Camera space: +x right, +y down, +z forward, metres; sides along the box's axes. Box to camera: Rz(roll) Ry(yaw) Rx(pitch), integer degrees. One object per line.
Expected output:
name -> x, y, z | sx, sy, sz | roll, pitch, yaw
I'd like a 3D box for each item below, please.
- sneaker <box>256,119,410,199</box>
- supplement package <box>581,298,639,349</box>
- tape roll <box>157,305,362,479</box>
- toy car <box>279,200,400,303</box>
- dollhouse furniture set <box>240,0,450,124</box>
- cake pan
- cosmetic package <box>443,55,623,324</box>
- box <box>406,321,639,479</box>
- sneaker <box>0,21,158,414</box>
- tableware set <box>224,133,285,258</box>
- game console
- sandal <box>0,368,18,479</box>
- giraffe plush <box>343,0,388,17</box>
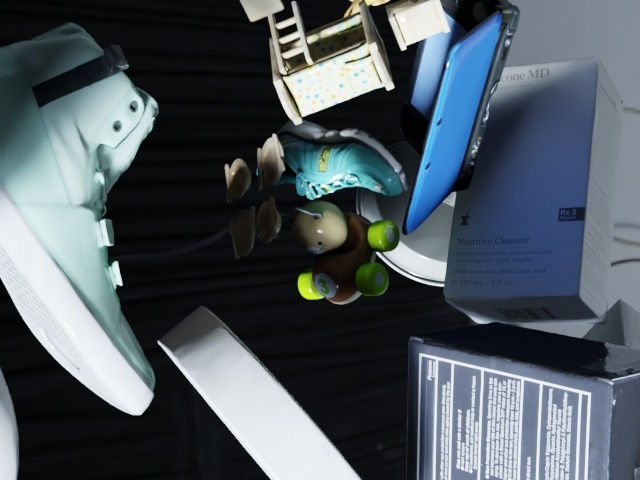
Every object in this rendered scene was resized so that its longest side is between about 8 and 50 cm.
sneaker -> 0.017, -0.100, 1.548 | 0.275, 0.110, 0.107 | 14, 145, 44
supplement package -> 0.485, 0.232, 1.569 | 0.203, 0.194, 0.149 | 38, 113, 0
tape roll -> -0.043, 0.243, 1.228 | 0.392, 0.072, 0.392 | 48, 170, 12
toy car -> 0.000, 0.000, 1.617 | 0.155, 0.188, 0.149 | -6, 60, 44
dollhouse furniture set -> 0.024, -0.228, 1.042 | 0.182, 0.161, 0.101 | -20, 39, 11
cake pan -> 0.209, -0.064, 1.815 | 0.054, 0.293, 0.293 | 113, 141, -61
cosmetic package -> 0.331, -0.072, 1.598 | 0.217, 0.156, 0.385 | -4, 69, 30
box -> 0.262, 0.265, 1.232 | 0.294, 0.183, 0.296 | 8, 99, 48
sneaker -> -0.142, -0.017, 0.687 | 0.094, 0.151, 0.256 | 2, 124, 56
tableware set -> -0.088, -0.056, 1.393 | 0.168, 0.020, 0.141 | -23, 68, 56
game console -> 0.146, -0.200, 1.432 | 0.250, 0.173, 0.293 | 52, 142, 41
sandal -> -0.288, 0.064, 0.492 | 0.416, 0.102, 0.169 | -2, 94, 27
giraffe plush -> 0.054, -0.365, 1.255 | 0.210, 0.181, 0.170 | 45, 142, 17
